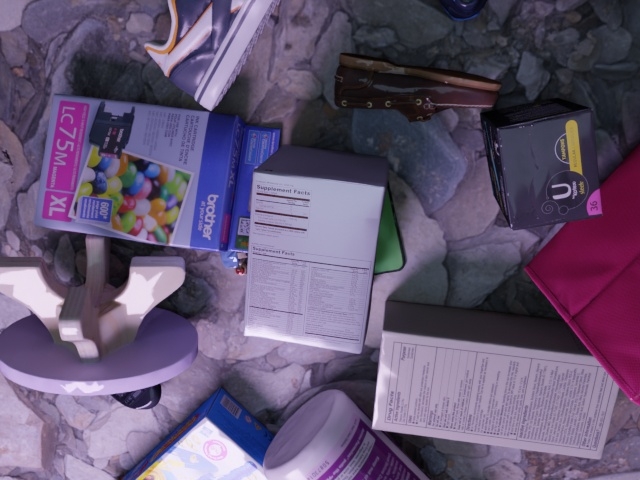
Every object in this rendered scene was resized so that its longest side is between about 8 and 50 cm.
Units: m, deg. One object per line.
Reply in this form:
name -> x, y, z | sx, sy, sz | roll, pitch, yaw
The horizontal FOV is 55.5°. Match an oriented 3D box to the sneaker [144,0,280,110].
sneaker -> -0.101, -0.319, 0.728 | 0.127, 0.126, 0.321 | 35, 111, -9

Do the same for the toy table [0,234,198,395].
toy table -> -0.312, 0.094, 0.846 | 0.274, 0.252, 0.161 | -6, 122, -20

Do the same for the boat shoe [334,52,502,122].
boat shoe -> 0.119, -0.186, 0.769 | 0.207, 0.073, 0.073 | 12, 111, 12

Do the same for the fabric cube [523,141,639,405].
fabric cube -> 0.440, 0.050, 0.668 | 0.254, 0.259, 0.258 | 29, 110, -21

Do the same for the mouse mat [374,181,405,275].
mouse mat -> 0.017, -0.012, 0.872 | 0.190, 0.007, 0.152 | -11, 106, 10

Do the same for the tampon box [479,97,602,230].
tampon box -> 0.259, -0.097, 0.727 | 0.101, 0.161, 0.120 | -10, 106, 11

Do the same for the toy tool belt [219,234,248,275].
toy tool belt -> -0.126, 0.018, 0.878 | 0.052, 0.051, 0.083 | -5, 107, 10

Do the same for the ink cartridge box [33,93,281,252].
ink cartridge box -> -0.220, -0.088, 0.827 | 0.311, 0.065, 0.185 | 8, 88, 4

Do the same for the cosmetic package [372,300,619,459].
cosmetic package -> 0.234, 0.190, 0.848 | 0.309, 0.113, 0.160 | 7, 108, 7

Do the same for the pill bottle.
pill bottle -> 0.072, 0.381, 0.903 | 0.169, 0.169, 0.301 | -42, 97, 18

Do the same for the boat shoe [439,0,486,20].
boat shoe -> 0.156, -0.388, 0.687 | 0.109, 0.089, 0.258 | -19, 104, 14

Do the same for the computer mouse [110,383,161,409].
computer mouse -> -0.345, 0.175, 0.974 | 0.071, 0.041, 0.242 | -42, 91, 9

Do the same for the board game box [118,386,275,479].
board game box -> -0.160, 0.449, 1.003 | 0.308, 0.086, 0.302 | 44, 108, -7

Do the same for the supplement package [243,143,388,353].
supplement package -> 0.000, 0.000, 0.772 | 0.149, 0.194, 0.203 | 8, 109, 5
